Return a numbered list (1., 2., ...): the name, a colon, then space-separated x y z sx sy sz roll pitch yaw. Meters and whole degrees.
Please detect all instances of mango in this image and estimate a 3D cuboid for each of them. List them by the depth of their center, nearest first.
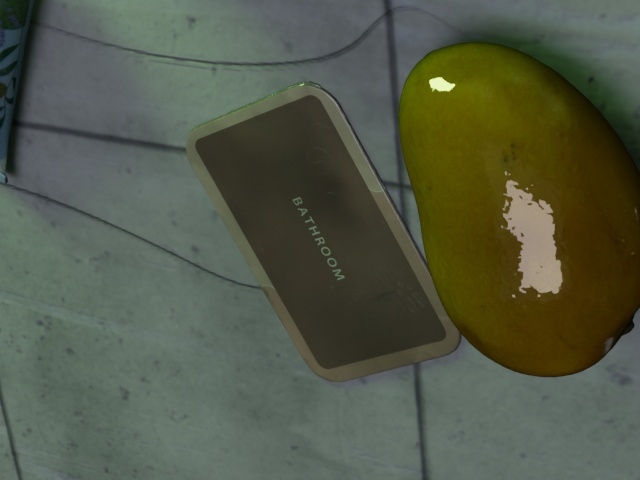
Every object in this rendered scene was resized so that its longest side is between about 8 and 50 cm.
1. mango: 0.152 -0.023 1.161 0.175 0.139 0.254 -9 107 33

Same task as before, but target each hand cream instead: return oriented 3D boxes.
1. hand cream: -0.292 -0.159 1.426 0.088 0.055 0.256 37 139 13

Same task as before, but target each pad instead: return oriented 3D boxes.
1. pad: 0.000 0.000 1.364 0.176 0.002 0.266 -18 107 39
